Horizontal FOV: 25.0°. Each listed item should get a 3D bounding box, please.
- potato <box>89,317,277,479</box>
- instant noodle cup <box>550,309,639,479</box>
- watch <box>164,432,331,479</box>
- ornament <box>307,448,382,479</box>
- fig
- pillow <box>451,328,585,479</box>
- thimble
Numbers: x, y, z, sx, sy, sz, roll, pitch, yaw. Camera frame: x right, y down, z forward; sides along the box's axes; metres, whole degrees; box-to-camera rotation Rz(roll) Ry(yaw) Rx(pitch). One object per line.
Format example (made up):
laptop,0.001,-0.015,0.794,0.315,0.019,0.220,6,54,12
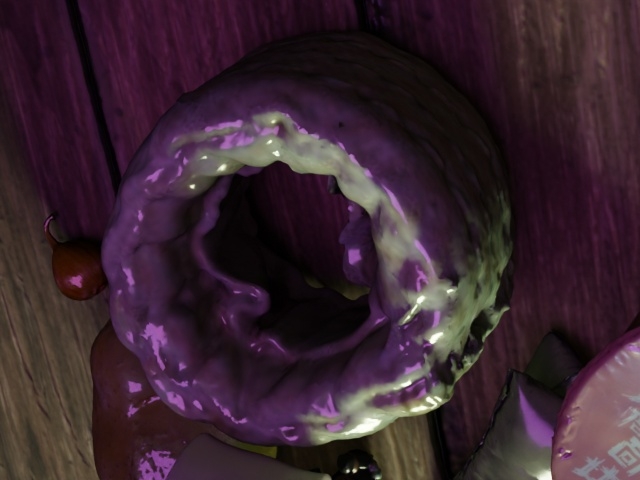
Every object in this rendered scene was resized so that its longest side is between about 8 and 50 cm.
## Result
potato,-0.125,0.146,1.202,0.157,0.157,0.194,-20,102,29
instant noodle cup,0.296,0.107,0.951,0.243,0.231,0.243,10,116,20
watch,-0.055,0.259,1.056,0.211,0.248,0.217,18,96,11
ornament,0.008,0.268,1.245,0.166,0.153,0.196,22,96,12
fig,-0.214,0.014,1.244,0.083,0.050,0.050,51,124,16
pillow,0.247,0.243,1.115,0.326,0.101,0.228,32,125,10
thimble,0.000,0.000,1.054,0.292,0.195,0.291,10,117,19
